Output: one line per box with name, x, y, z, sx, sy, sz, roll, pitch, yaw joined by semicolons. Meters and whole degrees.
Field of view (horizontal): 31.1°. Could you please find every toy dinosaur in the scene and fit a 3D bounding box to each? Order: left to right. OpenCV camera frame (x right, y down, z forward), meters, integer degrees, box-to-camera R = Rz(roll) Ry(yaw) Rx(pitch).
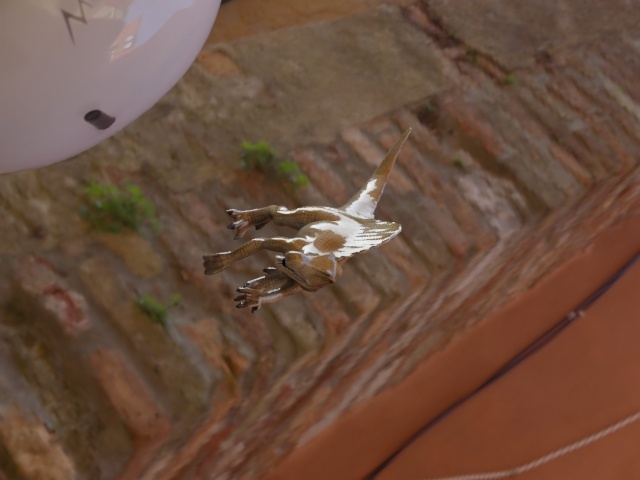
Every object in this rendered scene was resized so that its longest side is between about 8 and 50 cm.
toy dinosaur;0.000;0.000;0.586;0.093;0.183;0.053;-13;-73;22

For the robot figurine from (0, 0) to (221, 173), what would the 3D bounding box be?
robot figurine;-0.159;-0.157;0.442;0.174;0.209;0.278;-19;-69;46
